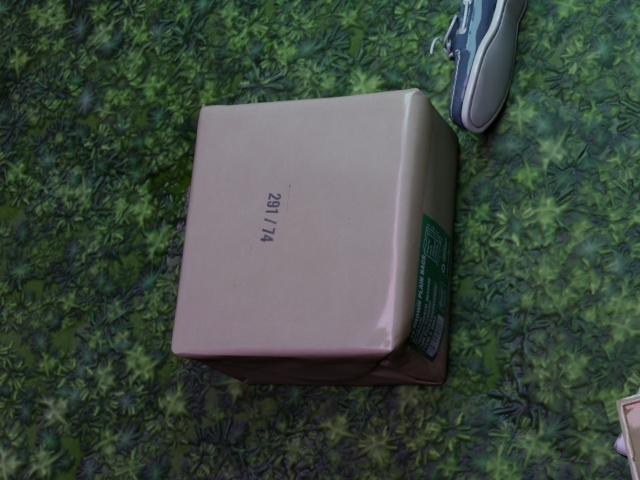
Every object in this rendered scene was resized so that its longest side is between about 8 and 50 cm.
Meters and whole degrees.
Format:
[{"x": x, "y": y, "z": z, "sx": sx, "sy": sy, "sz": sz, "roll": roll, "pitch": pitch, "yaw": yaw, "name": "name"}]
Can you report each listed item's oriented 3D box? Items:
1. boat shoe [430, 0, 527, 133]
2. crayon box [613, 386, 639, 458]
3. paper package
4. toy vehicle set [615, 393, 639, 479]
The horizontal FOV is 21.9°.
[{"x": 0.190, "y": -0.249, "z": 1.996, "sx": 0.079, "sy": 0.095, "sz": 0.255, "roll": 6, "pitch": 75, "yaw": 28, "name": "boat shoe"}, {"x": 0.489, "y": 0.187, "z": 1.699, "sx": 0.318, "sy": 0.081, "sz": 0.202, "roll": 20, "pitch": 84, "yaw": 32, "name": "crayon box"}, {"x": 0.000, "y": 0.000, "z": 1.971, "sx": 0.309, "sy": 0.168, "sz": 0.325, "roll": -3, "pitch": 71, "yaw": 27, "name": "paper package"}, {"x": 0.441, "y": 0.208, "z": 1.649, "sx": 0.266, "sy": 0.035, "sz": 0.166, "roll": -17, "pitch": 67, "yaw": 22, "name": "toy vehicle set"}]
